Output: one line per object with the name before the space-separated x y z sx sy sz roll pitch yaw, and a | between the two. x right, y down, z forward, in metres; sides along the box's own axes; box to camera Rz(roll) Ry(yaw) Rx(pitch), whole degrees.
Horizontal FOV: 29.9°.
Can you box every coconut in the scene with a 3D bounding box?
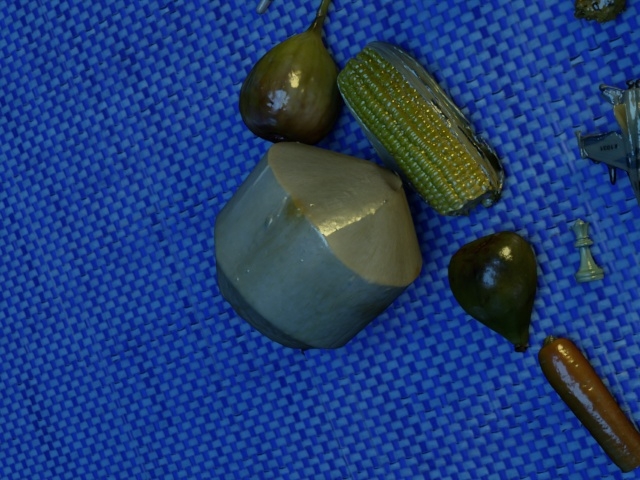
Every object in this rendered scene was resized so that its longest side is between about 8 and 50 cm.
coconut | 0.000 0.000 1.786 0.323 0.323 0.322 4 100 26

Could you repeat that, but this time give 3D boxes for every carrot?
carrot | 0.394 0.234 1.750 0.067 0.067 0.225 -42 81 26

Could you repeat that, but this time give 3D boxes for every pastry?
pastry | 0.401 -0.369 1.659 0.080 0.056 0.140 21 109 34

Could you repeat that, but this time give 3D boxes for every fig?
fig | 0.266 0.082 1.761 0.133 0.126 0.184 -22 84 14
fig | -0.029 -0.273 1.859 0.159 0.159 0.257 21 90 22

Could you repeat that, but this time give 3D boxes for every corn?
corn | 0.149 -0.162 1.792 0.123 0.122 0.305 -34 83 -17

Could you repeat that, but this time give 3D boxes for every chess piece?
chess piece | 0.383 0.014 1.740 0.042 0.042 0.093 -12 85 28

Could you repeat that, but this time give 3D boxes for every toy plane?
toy plane | 0.454 -0.096 1.666 0.192 0.088 0.261 -5 106 33

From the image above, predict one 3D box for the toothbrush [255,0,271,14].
toothbrush | -0.030 -0.472 1.879 0.025 0.019 0.275 35 111 10
